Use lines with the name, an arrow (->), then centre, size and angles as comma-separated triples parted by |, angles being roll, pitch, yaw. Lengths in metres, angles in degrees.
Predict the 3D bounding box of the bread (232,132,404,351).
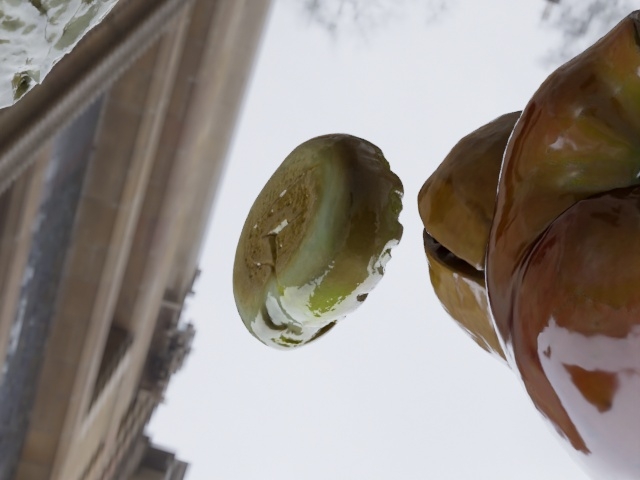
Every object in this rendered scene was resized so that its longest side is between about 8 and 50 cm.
bread -> 0.000, 0.000, 1.369 | 0.105, 0.213, 0.213 | 19, -156, -26

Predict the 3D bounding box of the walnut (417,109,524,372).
walnut -> 0.204, 0.026, 1.098 | 0.209, 0.209, 0.336 | 2, -153, -30

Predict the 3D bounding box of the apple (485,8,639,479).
apple -> 0.258, 0.039, 0.752 | 0.365, 0.295, 0.329 | 26, 174, -24

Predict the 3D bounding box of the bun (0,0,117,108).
bun -> -0.334, -0.259, 1.512 | 0.213, 0.361, 0.361 | 46, -150, 2
